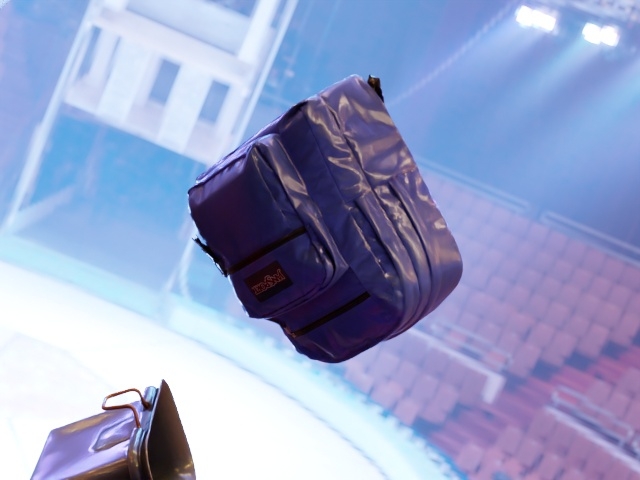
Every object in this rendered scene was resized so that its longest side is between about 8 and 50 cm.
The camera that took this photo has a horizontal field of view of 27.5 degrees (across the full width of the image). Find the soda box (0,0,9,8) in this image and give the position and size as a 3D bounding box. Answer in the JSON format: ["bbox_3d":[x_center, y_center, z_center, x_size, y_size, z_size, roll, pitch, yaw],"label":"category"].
[{"bbox_3d":[-0.140,-0.157,0.585,0.063,0.183,0.058,53,25,-3],"label":"soda box"}]

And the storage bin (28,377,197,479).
[{"bbox_3d":[-0.142,0.154,0.868,0.091,0.098,0.135,-15,16,2],"label":"storage bin"}]

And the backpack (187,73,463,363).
[{"bbox_3d":[0.000,0.000,0.637,0.101,0.098,0.120,-33,92,-43],"label":"backpack"}]
